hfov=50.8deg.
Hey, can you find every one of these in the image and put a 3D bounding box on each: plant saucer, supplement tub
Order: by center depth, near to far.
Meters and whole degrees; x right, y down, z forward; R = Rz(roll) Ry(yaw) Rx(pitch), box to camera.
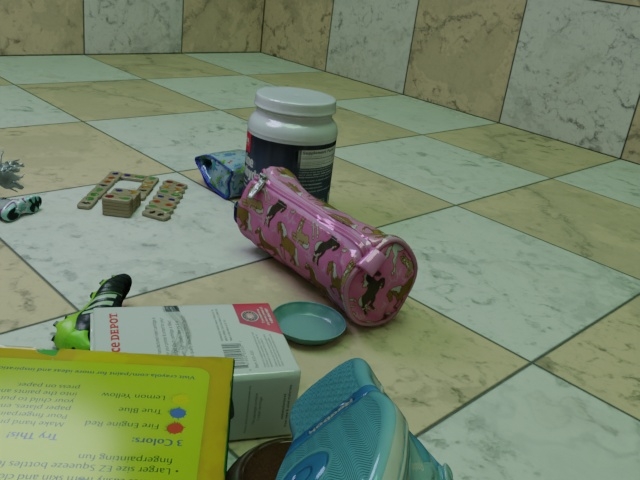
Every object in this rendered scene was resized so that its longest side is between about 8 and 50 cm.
[{"bbox_3d":[-0.025,0.269,0.735,0.168,0.029,0.168,6,24,-3],"label":"plant saucer"},{"bbox_3d":[-0.020,0.133,1.057,0.119,0.021,0.119,7,23,-3],"label":"plant saucer"},{"bbox_3d":[-0.065,-0.174,1.433,0.191,0.272,0.191,6,23,-3],"label":"supplement tub"}]

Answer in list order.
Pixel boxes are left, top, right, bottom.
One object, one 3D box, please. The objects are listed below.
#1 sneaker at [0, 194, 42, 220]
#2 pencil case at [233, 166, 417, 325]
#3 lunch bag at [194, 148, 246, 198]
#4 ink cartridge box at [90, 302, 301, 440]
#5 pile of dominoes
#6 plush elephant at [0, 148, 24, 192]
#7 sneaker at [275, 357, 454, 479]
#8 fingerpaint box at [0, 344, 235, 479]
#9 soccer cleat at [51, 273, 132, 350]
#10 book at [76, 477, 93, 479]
[{"bbox_3d":[-0.607,-0.073,1.332,0.069,0.038,0.098,16,24,18],"label":"sneaker"},{"bbox_3d":[0.000,0.000,1.182,0.167,0.160,0.386,10,17,-42],"label":"pencil case"},{"bbox_3d":[-0.208,-0.170,1.604,0.128,0.096,0.151,-14,41,-40],"label":"lunch bag"},{"bbox_3d":[-0.164,0.163,0.845,0.237,0.100,0.172,0,24,-19],"label":"ink cartridge box"},{"bbox_3d":[-0.405,-0.115,1.488,0.196,0.040,0.251,7,24,-1],"label":"pile of dominoes"},{"bbox_3d":[-0.765,-0.189,1.279,0.255,0.272,0.330,31,12,31],"label":"plush elephant"},{"bbox_3d":[0.067,0.236,0.591,0.127,0.208,0.319,-36,4,7],"label":"sneaker"},{"bbox_3d":[-0.302,0.246,0.534,0.444,0.163,0.371,4,23,-7],"label":"fingerpaint box"},{"bbox_3d":[-0.316,0.110,0.987,0.072,0.060,0.179,21,32,7],"label":"soccer cleat"},{"bbox_3d":[-0.110,0.206,0.442,0.144,0.035,0.096,8,18,3],"label":"book"}]
